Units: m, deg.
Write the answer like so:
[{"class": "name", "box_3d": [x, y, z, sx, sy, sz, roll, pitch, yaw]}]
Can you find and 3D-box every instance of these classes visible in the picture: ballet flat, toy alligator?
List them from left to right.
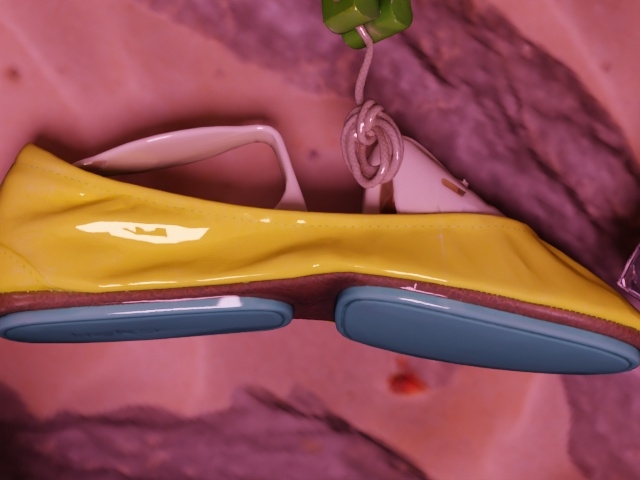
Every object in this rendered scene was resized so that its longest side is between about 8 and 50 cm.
[{"class": "ballet flat", "box_3d": [0.000, 0.000, 0.498, 0.231, 0.077, 0.077, 3, 73, -3]}, {"class": "toy alligator", "box_3d": [0.018, -0.107, 0.504, 0.051, 0.056, 0.189, 4, 72, -47]}]

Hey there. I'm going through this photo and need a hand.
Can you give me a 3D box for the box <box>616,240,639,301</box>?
[{"class": "box", "box_3d": [0.293, -0.030, 0.441, 0.295, 0.073, 0.293, 34, 100, 21]}]
